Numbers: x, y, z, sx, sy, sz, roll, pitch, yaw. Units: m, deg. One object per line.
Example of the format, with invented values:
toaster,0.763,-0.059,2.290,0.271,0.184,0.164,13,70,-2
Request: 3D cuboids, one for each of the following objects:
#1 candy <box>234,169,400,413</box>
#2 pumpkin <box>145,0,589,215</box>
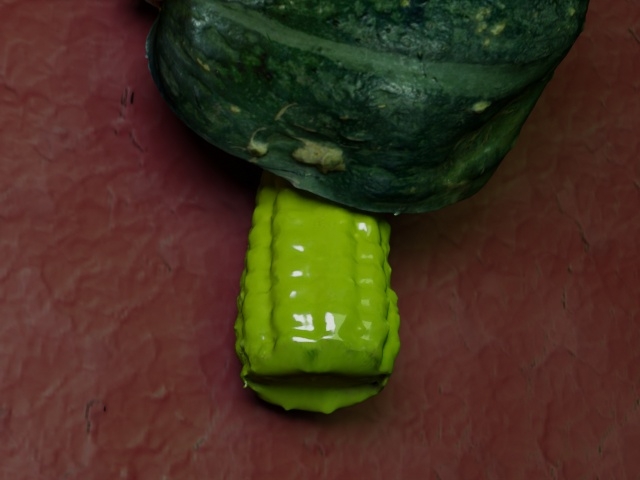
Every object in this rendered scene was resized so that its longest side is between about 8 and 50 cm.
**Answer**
candy,0.000,0.000,1.090,0.096,0.097,0.209,18,53,-22
pumpkin,0.034,-0.184,1.080,0.263,0.197,0.293,10,43,-21
